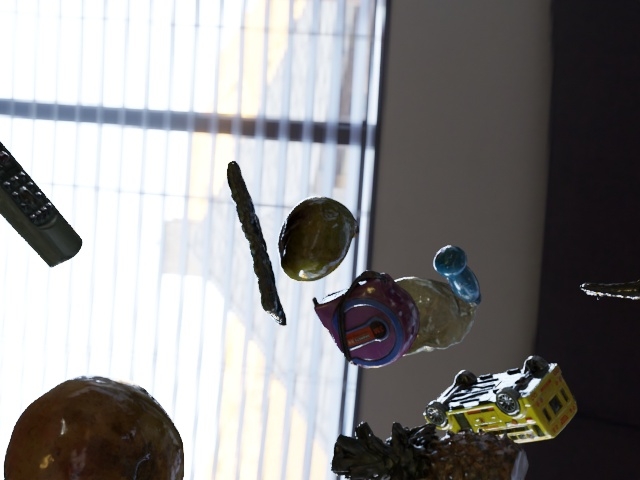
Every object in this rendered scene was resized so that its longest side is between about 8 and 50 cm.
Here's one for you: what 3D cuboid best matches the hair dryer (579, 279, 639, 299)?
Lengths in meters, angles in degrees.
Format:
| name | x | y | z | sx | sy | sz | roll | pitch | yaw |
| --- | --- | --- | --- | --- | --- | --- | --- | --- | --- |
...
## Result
| name | x | y | z | sx | sy | sz | roll | pitch | yaw |
| --- | --- | --- | --- | --- | --- | --- | --- | --- | --- |
| hair dryer | 0.501 | 0.013 | 1.413 | 0.120 | 0.359 | 0.304 | 15 | -109 | -58 |

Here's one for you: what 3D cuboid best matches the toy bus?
| name | x | y | z | sx | sy | sz | roll | pitch | yaw |
| --- | --- | --- | --- | --- | --- | --- | --- | --- | --- |
| toy bus | 0.382 | 0.362 | 2.378 | 0.144 | 0.330 | 0.152 | -38 | -81 | -38 |

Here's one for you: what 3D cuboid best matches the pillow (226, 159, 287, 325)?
| name | x | y | z | sx | sy | sz | roll | pitch | yaw |
| --- | --- | --- | --- | --- | --- | --- | --- | --- | --- |
| pillow | -0.100 | 0.007 | 1.739 | 0.189 | 0.034 | 0.256 | 71 | -179 | -78 |

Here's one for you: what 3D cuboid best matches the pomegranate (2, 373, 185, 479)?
| name | x | y | z | sx | sy | sz | roll | pitch | yaw |
| --- | --- | --- | --- | --- | --- | --- | --- | --- | --- |
| pomegranate | -0.383 | 0.383 | 1.887 | 0.322 | 0.322 | 0.322 | 4 | -90 | -79 |

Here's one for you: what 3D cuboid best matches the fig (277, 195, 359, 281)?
| name | x | y | z | sx | sy | sz | roll | pitch | yaw |
| --- | --- | --- | --- | --- | --- | --- | --- | --- | --- |
| fig | -0.011 | -0.003 | 1.818 | 0.153 | 0.120 | 0.136 | -53 | 17 | -7 |

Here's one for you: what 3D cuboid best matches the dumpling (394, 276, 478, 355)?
| name | x | y | z | sx | sy | sz | roll | pitch | yaw |
| --- | --- | --- | --- | --- | --- | --- | --- | --- | --- |
| dumpling | 0.169 | 0.156 | 2.082 | 0.179 | 0.252 | 0.131 | -78 | -20 | -47 |

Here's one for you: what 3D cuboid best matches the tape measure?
| name | x | y | z | sx | sy | sz | roll | pitch | yaw |
| --- | --- | --- | --- | --- | --- | --- | --- | --- | --- |
| tape measure | 0.066 | 0.102 | 1.440 | 0.125 | 0.118 | 0.074 | 61 | -149 | -8 |

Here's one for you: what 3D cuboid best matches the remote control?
| name | x | y | z | sx | sy | sz | roll | pitch | yaw |
| --- | --- | --- | --- | --- | --- | --- | --- | --- | --- |
| remote control | -0.475 | -0.082 | 1.698 | 0.285 | 0.038 | 0.123 | 50 | -164 | -8 |

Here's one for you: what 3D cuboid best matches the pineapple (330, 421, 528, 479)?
| name | x | y | z | sx | sy | sz | roll | pitch | yaw |
| --- | --- | --- | --- | --- | --- | --- | --- | --- | --- |
| pineapple | 0.167 | 0.368 | 1.761 | 0.141 | 0.310 | 0.170 | 60 | -137 | -50 |

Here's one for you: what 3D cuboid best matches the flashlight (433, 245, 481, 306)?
| name | x | y | z | sx | sy | sz | roll | pitch | yaw |
| --- | --- | --- | --- | --- | --- | --- | --- | --- | --- |
| flashlight | 0.211 | 0.057 | 1.655 | 0.129 | 0.051 | 0.051 | 54 | -143 | -41 |
